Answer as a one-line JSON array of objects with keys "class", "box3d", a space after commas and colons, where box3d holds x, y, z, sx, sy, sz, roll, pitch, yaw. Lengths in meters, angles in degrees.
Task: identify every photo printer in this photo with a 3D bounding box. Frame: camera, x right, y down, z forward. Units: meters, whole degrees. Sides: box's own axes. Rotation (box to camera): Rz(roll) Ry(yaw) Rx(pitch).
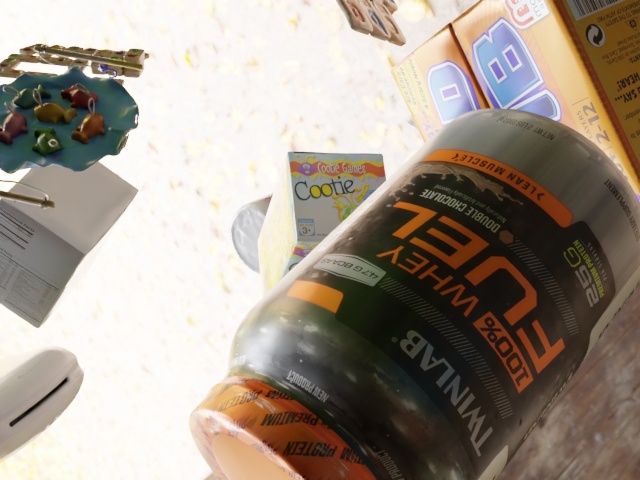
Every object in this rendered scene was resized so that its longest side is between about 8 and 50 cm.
[{"class": "photo printer", "box3d": [-0.529, 0.266, 1.350, 0.307, 0.256, 0.107, -16, 103, 23]}]

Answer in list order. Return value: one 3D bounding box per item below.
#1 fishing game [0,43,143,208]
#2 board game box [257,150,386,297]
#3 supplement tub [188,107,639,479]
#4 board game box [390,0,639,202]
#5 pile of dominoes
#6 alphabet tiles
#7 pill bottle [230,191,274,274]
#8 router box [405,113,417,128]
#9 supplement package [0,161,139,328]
[{"class": "fishing game", "box3d": [-0.290, -0.137, 0.957, 0.189, 0.264, 0.041, 13, 135, 9]}, {"class": "board game box", "box3d": [0.000, 0.000, 1.322, 0.275, 0.144, 0.142, 114, 153, -60]}, {"class": "supplement tub", "box3d": [0.077, 0.069, 0.657, 0.207, 0.338, 0.207, 33, 149, 23]}, {"class": "board game box", "box3d": [0.382, -0.184, 1.177, 0.356, 0.356, 0.356, 64, 156, 0]}, {"class": "pile of dominoes", "box3d": [-0.448, -0.336, 1.612, 0.251, 0.196, 0.040, 5, 119, -1]}, {"class": "alphabet tiles", "box3d": [0.013, -0.380, 1.184, 0.021, 0.284, 0.278, -35, 78, 25]}, {"class": "pill bottle", "box3d": [-0.048, -0.045, 2.014, 0.169, 0.301, 0.169, 17, 118, 35]}, {"class": "router box", "box3d": [0.272, -0.349, 2.134, 0.046, 0.133, 0.179, 30, 173, -4]}, {"class": "supplement package", "box3d": [-0.427, -0.012, 1.408, 0.149, 0.194, 0.203, 35, 128, -8]}]
